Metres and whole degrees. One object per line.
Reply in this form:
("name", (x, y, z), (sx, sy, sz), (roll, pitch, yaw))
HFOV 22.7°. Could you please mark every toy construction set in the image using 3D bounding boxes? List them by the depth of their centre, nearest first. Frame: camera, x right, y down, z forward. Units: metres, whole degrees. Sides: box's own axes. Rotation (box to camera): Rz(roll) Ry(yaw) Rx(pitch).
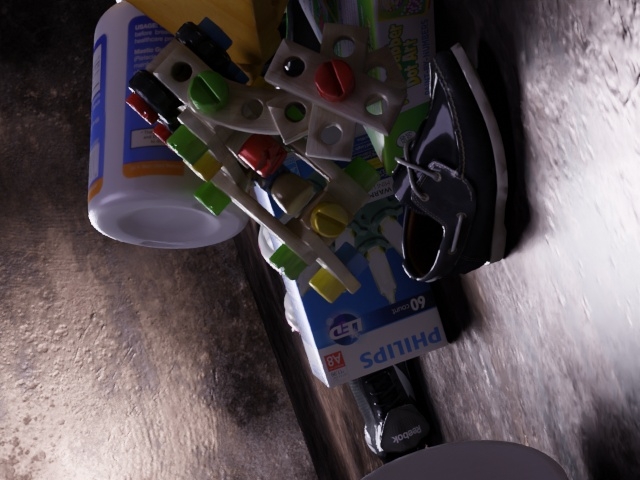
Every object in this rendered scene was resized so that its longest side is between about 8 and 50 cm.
("toy construction set", (-0.037, -0.075, 1.293), (0.215, 0.151, 0.328), (43, 162, 11))

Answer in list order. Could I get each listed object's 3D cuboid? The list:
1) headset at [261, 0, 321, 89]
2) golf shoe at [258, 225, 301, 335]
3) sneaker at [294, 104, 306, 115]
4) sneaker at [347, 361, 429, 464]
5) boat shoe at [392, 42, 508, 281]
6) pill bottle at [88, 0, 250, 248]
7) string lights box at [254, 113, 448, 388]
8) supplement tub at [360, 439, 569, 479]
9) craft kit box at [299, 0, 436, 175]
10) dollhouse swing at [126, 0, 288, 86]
("headset", (-0.097, -0.239, 1.681), (0.394, 0.185, 0.243), (119, 133, -65))
("golf shoe", (0.000, 0.000, 1.963), (0.306, 0.115, 0.140), (-116, 34, -57))
("sneaker", (-0.062, -0.188, 1.941), (0.130, 0.087, 0.227), (111, 137, -76))
("sneaker", (0.083, 0.193, 1.870), (0.106, 0.078, 0.234), (-124, 14, -51))
("boat shoe", (0.094, -0.049, 1.191), (0.233, 0.079, 0.084), (84, 167, -53))
("pill bottle", (-0.142, -0.142, 1.520), (0.152, 0.152, 0.272), (93, 177, -70))
("string lights box", (0.023, 0.000, 1.593), (0.077, 0.133, 0.260), (-156, 47, -76))
("supplement tub", (0.135, 0.342, 1.267), (0.228, 0.228, 0.316), (-127, 20, -67))
("craft kit box", (0.028, -0.223, 1.328), (0.250, 0.061, 0.247), (82, 170, -54))
("dollhouse swing", (-0.078, -0.386, 1.352), (0.315, 0.305, 0.347), (36, 161, 19))
